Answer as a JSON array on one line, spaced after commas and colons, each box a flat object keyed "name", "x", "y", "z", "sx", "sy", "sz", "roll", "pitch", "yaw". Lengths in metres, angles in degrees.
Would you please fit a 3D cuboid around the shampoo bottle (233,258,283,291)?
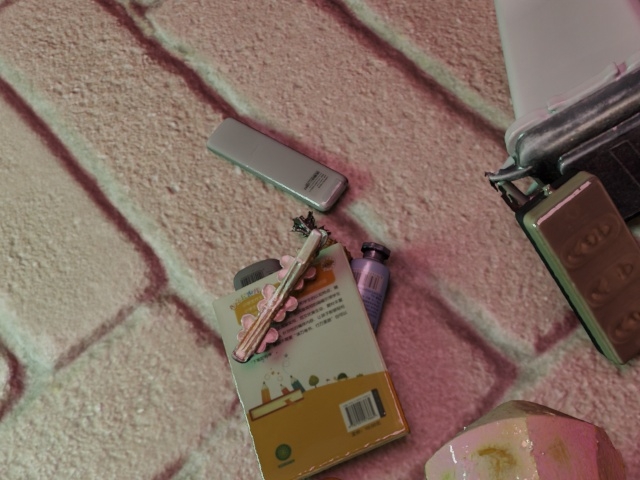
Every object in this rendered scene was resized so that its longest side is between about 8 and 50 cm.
[{"name": "shampoo bottle", "x": -0.071, "y": 0.106, "z": 1.612, "sx": 0.080, "sy": 0.040, "sz": 0.165, "roll": -22, "pitch": 58, "yaw": 4}]

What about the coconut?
[{"name": "coconut", "x": 0.242, "y": 0.302, "z": 1.296, "sx": 0.233, "sy": 0.233, "sz": 0.245, "roll": -14, "pitch": 61, "yaw": 10}]

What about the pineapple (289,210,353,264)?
[{"name": "pineapple", "x": 0.000, "y": 0.000, "z": 1.641, "sx": 0.058, "sy": 0.058, "sz": 0.124, "roll": -32, "pitch": 57, "yaw": -2}]

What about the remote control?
[{"name": "remote control", "x": -0.069, "y": -0.119, "z": 1.749, "sx": 0.261, "sy": 0.029, "sz": 0.067, "roll": 29, "pitch": 74, "yaw": 31}]

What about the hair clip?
[{"name": "hair clip", "x": -0.054, "y": 0.074, "z": 1.545, "sx": 0.062, "sy": 0.056, "sz": 0.214, "roll": 32, "pitch": 89, "yaw": 15}]

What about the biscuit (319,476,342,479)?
[{"name": "biscuit", "x": -0.102, "y": 0.439, "z": 1.431, "sx": 0.340, "sy": 0.047, "sz": 0.216, "roll": -18, "pitch": 57, "yaw": 7}]

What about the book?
[{"name": "book", "x": -0.020, "y": 0.167, "z": 1.525, "sx": 0.208, "sy": 0.020, "sz": 0.295, "roll": -25, "pitch": 60, "yaw": 11}]

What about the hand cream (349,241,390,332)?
[{"name": "hand cream", "x": 0.038, "y": 0.131, "z": 1.558, "sx": 0.091, "sy": 0.058, "sz": 0.271, "roll": 13, "pitch": 69, "yaw": 14}]

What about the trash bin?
[{"name": "trash bin", "x": 0.360, "y": -0.216, "z": 1.538, "sx": 0.296, "sy": 0.256, "sz": 0.367, "roll": -31, "pitch": 46, "yaw": 25}]

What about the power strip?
[{"name": "power strip", "x": 0.344, "y": 0.031, "z": 1.404, "sx": 0.105, "sy": 0.256, "sz": 0.070, "roll": -39, "pitch": 21, "yaw": -6}]
